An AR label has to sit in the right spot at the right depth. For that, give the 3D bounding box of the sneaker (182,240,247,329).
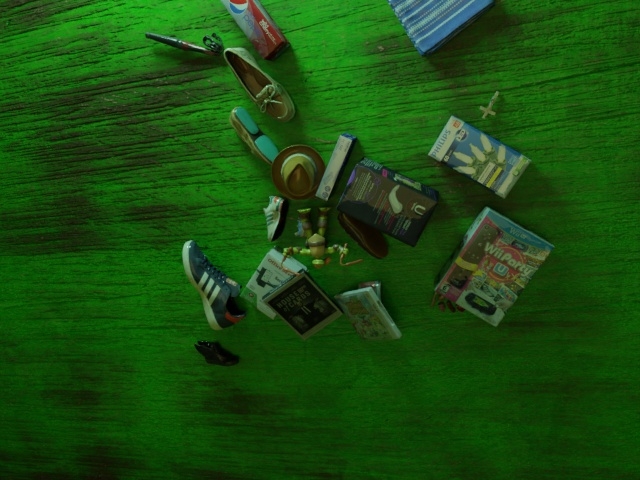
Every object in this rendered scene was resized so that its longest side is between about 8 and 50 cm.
[{"bbox_3d":[-0.372,0.149,1.781,0.148,0.131,0.350,-18,107,12],"label":"sneaker"}]

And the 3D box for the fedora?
[{"bbox_3d":[-0.069,-0.207,1.586,0.194,0.079,0.194,-2,120,-3],"label":"fedora"}]

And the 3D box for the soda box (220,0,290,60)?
[{"bbox_3d":[-0.207,-0.680,1.499,0.083,0.092,0.263,-36,95,20],"label":"soda box"}]

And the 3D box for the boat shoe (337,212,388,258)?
[{"bbox_3d":[0.138,-0.020,1.624,0.207,0.073,0.073,50,150,0],"label":"boat shoe"}]

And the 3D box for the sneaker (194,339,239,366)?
[{"bbox_3d":[-0.401,0.432,1.903,0.170,0.051,0.089,0,111,18],"label":"sneaker"}]

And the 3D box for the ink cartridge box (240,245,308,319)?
[{"bbox_3d":[-0.163,0.148,1.737,0.153,0.087,0.208,35,111,2],"label":"ink cartridge box"}]

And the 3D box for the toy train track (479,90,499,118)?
[{"bbox_3d":[0.499,-0.396,1.443,0.048,0.014,0.083,30,106,12],"label":"toy train track"}]

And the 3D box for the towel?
[{"bbox_3d":[0.301,-0.727,1.382,0.243,0.040,0.336,-33,96,20],"label":"towel"}]

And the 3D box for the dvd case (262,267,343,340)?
[{"bbox_3d":[-0.059,0.225,1.702,0.179,0.030,0.239,-36,119,11],"label":"dvd case"}]

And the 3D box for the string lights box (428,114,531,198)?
[{"bbox_3d":[0.467,-0.250,1.460,0.259,0.077,0.133,30,112,4],"label":"string lights box"}]

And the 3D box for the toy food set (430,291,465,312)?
[{"bbox_3d":[0.432,0.207,1.638,0.122,0.019,0.078,14,110,2],"label":"toy food set"}]

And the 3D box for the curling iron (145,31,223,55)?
[{"bbox_3d":[-0.440,-0.649,1.601,0.273,0.035,0.068,11,104,11],"label":"curling iron"}]

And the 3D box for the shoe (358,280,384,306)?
[{"bbox_3d":[0.174,0.225,1.688,0.081,0.063,0.178,-2,101,17],"label":"shoe"}]

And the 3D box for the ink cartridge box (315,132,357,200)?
[{"bbox_3d":[0.051,-0.234,1.562,0.046,0.097,0.207,25,111,6],"label":"ink cartridge box"}]

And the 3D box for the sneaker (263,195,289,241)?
[{"bbox_3d":[-0.163,-0.078,1.695,0.075,0.057,0.161,26,113,24],"label":"sneaker"}]

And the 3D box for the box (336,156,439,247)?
[{"bbox_3d":[0.211,-0.123,1.528,0.270,0.143,0.165,27,112,5],"label":"box"}]

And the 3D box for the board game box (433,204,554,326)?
[{"bbox_3d":[0.527,0.078,1.525,0.224,0.097,0.303,30,107,4],"label":"board game box"}]

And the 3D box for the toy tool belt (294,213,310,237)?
[{"bbox_3d":[-0.062,-0.052,1.671,0.051,0.052,0.083,4,107,5],"label":"toy tool belt"}]

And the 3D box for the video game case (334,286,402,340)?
[{"bbox_3d":[0.155,0.252,1.654,0.193,0.023,0.212,57,149,-7],"label":"video game case"}]

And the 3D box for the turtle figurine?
[{"bbox_3d":[0.000,0.000,1.622,0.269,0.087,0.218,-4,96,3],"label":"turtle figurine"}]

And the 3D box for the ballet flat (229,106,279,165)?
[{"bbox_3d":[-0.217,-0.333,1.628,0.232,0.080,0.073,55,139,-3],"label":"ballet flat"}]

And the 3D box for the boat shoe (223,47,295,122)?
[{"bbox_3d":[-0.198,-0.486,1.556,0.285,0.089,0.104,46,111,-2],"label":"boat shoe"}]
